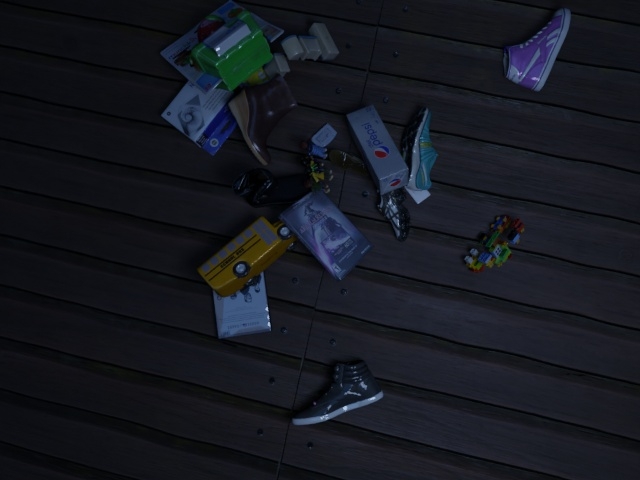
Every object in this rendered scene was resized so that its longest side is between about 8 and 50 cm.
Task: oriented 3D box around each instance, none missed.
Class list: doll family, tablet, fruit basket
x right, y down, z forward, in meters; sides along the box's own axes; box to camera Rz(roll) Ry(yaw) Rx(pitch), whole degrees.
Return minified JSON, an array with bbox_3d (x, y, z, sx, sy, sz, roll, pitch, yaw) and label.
[{"bbox_3d":[-0.022,-0.244,1.395,0.076,0.111,0.193,-39,56,40],"label":"doll family"},{"bbox_3d":[0.321,-0.170,1.433,0.054,0.006,0.083,-36,84,-1],"label":"tablet"},{"bbox_3d":[-0.338,-0.659,1.416,0.327,0.165,0.353,-40,63,-7],"label":"fruit basket"}]

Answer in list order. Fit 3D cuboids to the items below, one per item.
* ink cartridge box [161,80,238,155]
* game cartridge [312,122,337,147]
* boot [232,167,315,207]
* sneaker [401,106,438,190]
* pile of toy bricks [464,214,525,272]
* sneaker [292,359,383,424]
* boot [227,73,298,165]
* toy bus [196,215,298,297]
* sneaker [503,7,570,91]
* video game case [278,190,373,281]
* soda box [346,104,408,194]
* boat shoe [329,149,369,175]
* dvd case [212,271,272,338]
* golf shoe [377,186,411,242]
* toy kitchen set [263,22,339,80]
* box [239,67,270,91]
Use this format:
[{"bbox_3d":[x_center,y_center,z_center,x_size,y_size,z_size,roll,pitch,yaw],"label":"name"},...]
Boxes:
[{"bbox_3d":[-0.395,-0.445,1.480,0.223,0.045,0.223,36,87,5],"label":"ink cartridge box"},{"bbox_3d":[0.013,-0.352,1.464,0.083,0.017,0.056,-42,80,-1],"label":"game cartridge"},{"bbox_3d":[-0.140,-0.172,1.359,0.246,0.207,0.094,-13,84,1],"label":"boot"},{"bbox_3d":[0.329,-0.297,1.414,0.109,0.107,0.276,9,86,-18],"label":"sneaker"},{"bbox_3d":[0.570,0.027,1.362,0.212,0.118,0.105,-50,116,-11],"label":"pile of toy bricks"},{"bbox_3d":[0.036,0.466,1.345,0.295,0.104,0.147,-19,82,-5],"label":"sneaker"},{"bbox_3d":[-0.165,-0.398,1.420,0.206,0.090,0.249,-26,102,1],"label":"boot"},{"bbox_3d":[-0.216,0.038,1.370,0.332,0.108,0.130,-41,70,-13],"label":"toy bus"},{"bbox_3d":[0.701,-0.650,1.413,0.160,0.102,0.282,23,86,8],"label":"sneaker"},{"bbox_3d":[0.023,-0.026,1.365,0.274,0.026,0.196,48,52,2],"label":"video game case"},{"bbox_3d":[0.177,-0.291,1.363,0.097,0.091,0.287,-22,62,0],"label":"soda box"},{"bbox_3d":[0.100,-0.260,1.433,0.152,0.049,0.056,26,112,0],"label":"boat shoe"},{"bbox_3d":[-0.263,0.192,1.420,0.179,0.029,0.239,-9,84,2],"label":"dvd case"},{"bbox_3d":[0.238,-0.091,1.406,0.093,0.077,0.199,-5,98,36],"label":"golf shoe"},{"bbox_3d":[-0.078,-0.637,1.465,0.207,0.166,0.122,-20,82,-41],"label":"toy kitchen set"},{"bbox_3d":[-0.221,-0.531,1.481,0.105,0.043,0.179,-31,86,0],"label":"box"}]
